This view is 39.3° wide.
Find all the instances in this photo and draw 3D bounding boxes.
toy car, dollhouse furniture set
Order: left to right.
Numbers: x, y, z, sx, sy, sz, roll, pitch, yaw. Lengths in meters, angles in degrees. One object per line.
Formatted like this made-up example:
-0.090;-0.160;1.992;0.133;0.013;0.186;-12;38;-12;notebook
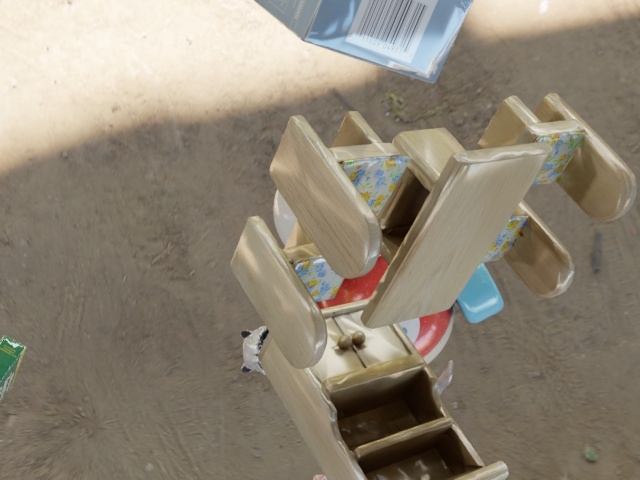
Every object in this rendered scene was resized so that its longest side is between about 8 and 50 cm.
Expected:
0.027;0.004;0.899;0.219;0.210;0.238;-29;131;5;toy car
0.072;0.051;0.556;0.212;0.242;0.161;-10;51;-35;dollhouse furniture set

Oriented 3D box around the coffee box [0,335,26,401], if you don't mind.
-0.484;0.232;1.258;0.040;0.113;0.184;28;38;-6;coffee box

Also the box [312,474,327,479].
0.049;0.436;1.199;0.128;0.257;0.123;0;39;-6;box

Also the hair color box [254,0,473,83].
0.002;-0.330;1.107;0.185;0.374;0.114;11;114;-33;hair color box

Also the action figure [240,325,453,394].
0.034;0.197;1.402;0.330;0.341;0.179;7;118;-1;action figure
